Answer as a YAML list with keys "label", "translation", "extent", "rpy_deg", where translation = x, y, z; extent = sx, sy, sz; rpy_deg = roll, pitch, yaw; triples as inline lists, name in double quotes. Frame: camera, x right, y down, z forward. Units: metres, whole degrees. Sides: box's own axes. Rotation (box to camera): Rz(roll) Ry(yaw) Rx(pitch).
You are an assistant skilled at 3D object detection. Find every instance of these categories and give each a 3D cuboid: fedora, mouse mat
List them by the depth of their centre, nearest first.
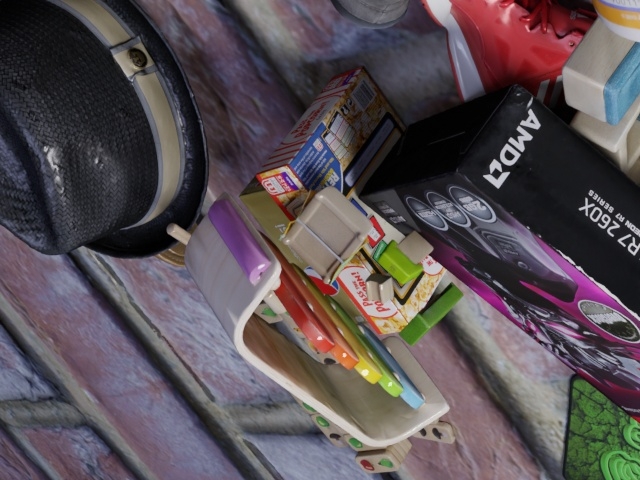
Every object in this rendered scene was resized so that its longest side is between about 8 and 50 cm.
- label: "fedora"
  translation: [-0.273, -0.106, 1.351]
  extent: [0.334, 0.152, 0.334]
  rpy_deg: [17, 125, 27]
- label: "mouse mat"
  translation: [0.324, 0.219, 1.416]
  extent: [0.153, 0.007, 0.189]
  rpy_deg: [18, 141, 22]

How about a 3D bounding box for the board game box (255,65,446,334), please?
- label: "board game box"
  translation: [0.046, -0.035, 1.239]
  extent: [0.045, 0.147, 0.193]
  rpy_deg: [-14, 121, 46]

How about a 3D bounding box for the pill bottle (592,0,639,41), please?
- label: "pill bottle"
  translation: [0.209, -0.271, 0.845]
  extent: [0.152, 0.152, 0.272]
  rpy_deg: [3, 132, 36]

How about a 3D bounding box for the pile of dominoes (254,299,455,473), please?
- label: "pile of dominoes"
  translation: [0.015, 0.166, 1.574]
  extent: [0.196, 0.040, 0.251]
  rpy_deg: [-15, 121, 47]

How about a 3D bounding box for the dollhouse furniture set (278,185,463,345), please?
- label: "dollhouse furniture set"
  translation: [0.047, 0.014, 1.165]
  extent: [0.152, 0.058, 0.076]
  rpy_deg: [43, 134, 7]

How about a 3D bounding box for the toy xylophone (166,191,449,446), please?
- label: "toy xylophone"
  translation: [-0.021, 0.066, 1.260]
  extent: [0.236, 0.081, 0.323]
  rpy_deg: [51, -173, 36]

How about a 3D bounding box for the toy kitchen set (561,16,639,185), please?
- label: "toy kitchen set"
  translation: [0.287, -0.087, 1.028]
  extent: [0.166, 0.122, 0.207]
  rpy_deg: [30, 166, 24]

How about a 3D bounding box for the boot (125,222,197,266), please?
- label: "boot"
  translation: [-0.226, -0.020, 1.543]
  extent: [0.197, 0.073, 0.152]
  rpy_deg: [42, 146, 3]

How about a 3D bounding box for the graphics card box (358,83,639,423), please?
- label: "graphics card box"
  translation: [0.226, 0.033, 1.131]
  extent: [0.371, 0.094, 0.233]
  rpy_deg: [39, 167, -12]

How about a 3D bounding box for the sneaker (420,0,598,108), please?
- label: "sneaker"
  translation: [0.152, -0.191, 1.057]
  extent: [0.128, 0.087, 0.221]
  rpy_deg: [-3, 138, 26]

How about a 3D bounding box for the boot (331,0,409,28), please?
- label: "boot"
  translation: [0.021, -0.321, 0.918]
  extent: [0.223, 0.118, 0.338]
  rpy_deg: [172, 90, -70]

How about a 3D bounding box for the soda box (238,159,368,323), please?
- label: "soda box"
  translation: [0.000, 0.000, 1.384]
  extent: [0.058, 0.061, 0.181]
  rpy_deg: [-11, 124, 46]
